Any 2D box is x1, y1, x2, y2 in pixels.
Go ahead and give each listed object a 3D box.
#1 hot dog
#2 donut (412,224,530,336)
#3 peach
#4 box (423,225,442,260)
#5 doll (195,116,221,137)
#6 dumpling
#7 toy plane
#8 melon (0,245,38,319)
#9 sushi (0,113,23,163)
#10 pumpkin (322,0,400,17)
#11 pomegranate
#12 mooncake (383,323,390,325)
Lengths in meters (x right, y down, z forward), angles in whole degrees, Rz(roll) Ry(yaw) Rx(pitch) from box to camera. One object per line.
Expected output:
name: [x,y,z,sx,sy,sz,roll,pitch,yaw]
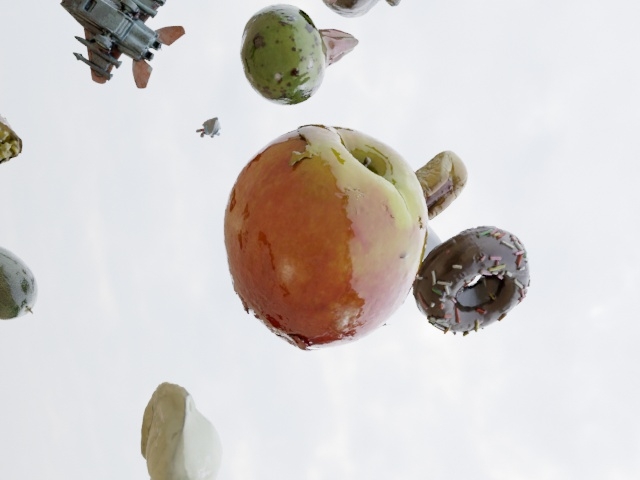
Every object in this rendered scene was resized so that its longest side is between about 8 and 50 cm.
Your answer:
hot dog: [0.181,-0.071,1.937,0.084,0.242,0.073,58,-9,-31]
donut: [0.317,0.088,2.146,0.103,0.269,0.270,-115,-152,-46]
peach: [0.000,0.000,1.699,0.370,0.370,0.370,34,-51,58]
box: [0.108,-0.075,2.459,0.090,0.373,0.367,-45,-102,25]
doll: [-0.278,-0.285,2.626,0.057,0.039,0.114,34,-24,-6]
dumpling: [-0.262,0.361,1.843,0.179,0.131,0.252,17,-56,46]
toy plane: [-0.432,-0.438,1.993,0.223,0.326,0.104,-56,-174,-7]
melon: [-0.564,0.074,1.823,0.167,0.114,0.114,39,-37,9]
sushi: [-0.836,-0.260,2.414,0.167,0.296,0.179,-52,-175,34]
pumpkin: [0.111,-0.590,2.271,0.189,0.260,0.260,53,-25,-5]
pomegranate: [-0.042,-0.388,2.119,0.214,0.247,0.214,165,-90,-80]
mooncake: [0.148,0.164,2.546,0.150,0.057,0.347,45,-5,25]
